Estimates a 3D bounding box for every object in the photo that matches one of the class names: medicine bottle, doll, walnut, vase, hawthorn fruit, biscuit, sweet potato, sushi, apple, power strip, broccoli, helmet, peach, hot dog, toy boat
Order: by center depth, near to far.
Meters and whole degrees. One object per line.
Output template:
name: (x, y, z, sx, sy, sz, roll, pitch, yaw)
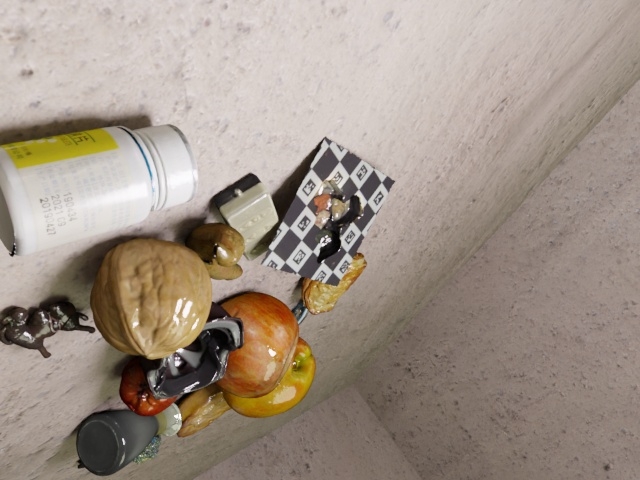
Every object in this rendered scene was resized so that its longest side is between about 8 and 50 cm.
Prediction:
medicine bottle: (-0.310, -0.079, 0.786, 0.258, 0.143, 0.143, -19, 152, -38)
walnut: (-0.311, 0.108, 1.059, 0.228, 0.228, 0.228, -32, 158, -15)
doll: (-0.521, 0.159, 1.068, 0.139, 0.057, 0.165, -29, 153, -14)
sweet potato: (-0.218, 0.023, 1.173, 0.098, 0.124, 0.310, -56, 180, -18)
power strip: (-0.148, -0.044, 1.226, 0.105, 0.070, 0.256, -35, 158, -10)
helmet: (-0.321, 0.228, 1.363, 0.225, 0.177, 0.305, -2, 131, -43)
sushi: (0.007, -0.062, 1.379, 0.339, 0.069, 0.320, 20, 99, -55)
hawthorn fruit: (-0.442, 0.370, 1.510, 0.173, 0.173, 0.179, -53, -179, 33)
apple: (-0.206, 0.281, 1.575, 0.302, 0.301, 0.301, -32, 158, -15)
vase: (-0.565, 0.578, 1.735, 0.173, 0.173, 0.321, -43, 165, 13)
hot dog: (0.038, 0.116, 1.805, 0.175, 0.114, 0.259, -8, 142, -45)
peach: (-0.184, 0.437, 1.883, 0.332, 0.307, 0.308, -30, 164, 27)
broccoli: (-0.614, 0.677, 1.907, 0.160, 0.167, 0.154, -17, 132, 15)
toy boat: (-0.094, 0.263, 1.977, 0.066, 0.059, 0.140, 18, 125, -31)
biscuit: (-0.413, 0.592, 2.072, 0.296, 0.102, 0.296, -36, 160, -15)

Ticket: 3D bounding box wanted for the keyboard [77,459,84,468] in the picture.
keyboard: (-0.719, 0.742, 1.991, 0.106, 0.027, 0.317, -42, 159, 0)
